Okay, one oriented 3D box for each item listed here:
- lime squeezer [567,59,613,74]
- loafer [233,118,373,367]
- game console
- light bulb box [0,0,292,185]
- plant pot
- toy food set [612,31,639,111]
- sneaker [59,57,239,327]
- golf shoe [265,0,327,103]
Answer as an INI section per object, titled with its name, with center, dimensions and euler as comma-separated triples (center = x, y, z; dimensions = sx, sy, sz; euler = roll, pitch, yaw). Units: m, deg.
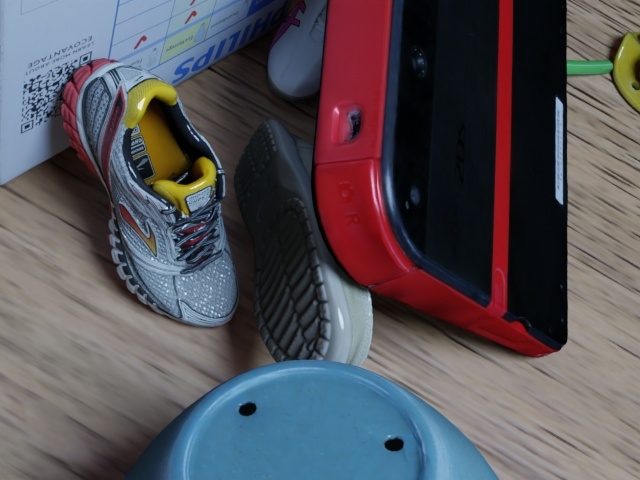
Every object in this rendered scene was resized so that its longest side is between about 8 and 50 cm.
[lime squeezer]
center = 0.166, -0.205, 0.886
dimensions = 0.310, 0.059, 0.110
euler = 20, 28, -6
[loafer]
center = 0.000, 0.000, 0.661
dimensions = 0.092, 0.102, 0.268
euler = 14, 37, -26
[game console]
center = 0.121, -0.122, 0.691
dimensions = 0.342, 0.060, 0.386
euler = 28, 62, -51
[light bulb box]
center = -0.160, -0.291, 0.623
dimensions = 0.225, 0.361, 0.358
euler = 44, 54, 8
[plant pot]
center = -0.005, 0.182, 0.479
dimensions = 0.290, 0.195, 0.290
euler = -1, 38, 1
[toy food set]
center = 0.434, -0.198, 0.942
dimensions = 0.218, 0.071, 0.128
euler = -6, 66, -20
[sneaker]
center = -0.113, -0.022, 0.627
dimensions = 0.093, 0.225, 0.088
euler = 15, 47, 45
[golf shoe]
center = 0.003, -0.213, 0.812
dimensions = 0.067, 0.086, 0.186
euler = 28, 61, -2
